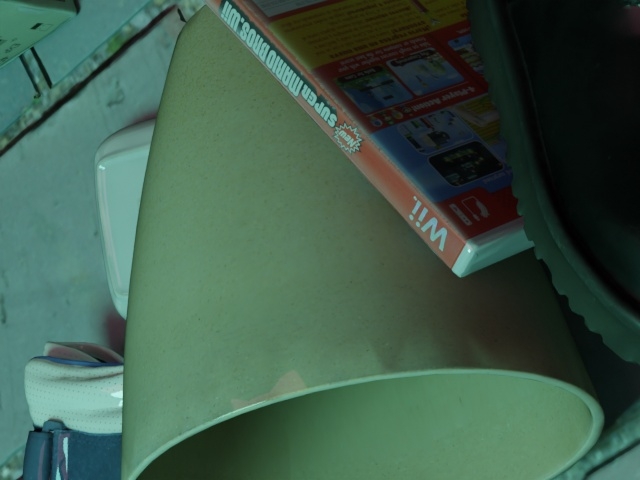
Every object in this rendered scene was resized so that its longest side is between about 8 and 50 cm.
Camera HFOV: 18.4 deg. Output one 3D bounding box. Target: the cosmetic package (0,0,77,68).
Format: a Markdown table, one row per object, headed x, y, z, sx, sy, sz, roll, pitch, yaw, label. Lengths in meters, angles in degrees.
| x | y | z | sx | sy | sz | roll | pitch | yaw | label |
| --- | --- | --- | --- | --- | --- | --- | --- | --- | --- |
| -0.298 | -0.256 | 1.321 | 0.129 | 0.153 | 0.296 | -29 | 74 | 30 | cosmetic package |

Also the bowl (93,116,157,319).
| x | y | z | sx | sy | sz | roll | pitch | yaw | label |
| --- | --- | --- | --- | --- | --- | --- | --- | --- | --- |
| -0.085 | -0.014 | 1.242 | 0.142 | 0.053 | 0.142 | -10 | 86 | 32 | bowl |

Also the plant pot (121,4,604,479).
| x | y | z | sx | sy | sz | roll | pitch | yaw | label |
| --- | --- | --- | --- | --- | --- | --- | --- | --- | --- |
| 0.000 | 0.000 | 1.090 | 0.256 | 0.256 | 0.274 | -27 | 60 | 31 | plant pot |

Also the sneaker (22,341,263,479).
| x | y | z | sx | sy | sz | roll | pitch | yaw | label |
| --- | --- | --- | --- | --- | --- | --- | --- | --- | --- |
| -0.151 | 0.188 | 1.257 | 0.323 | 0.130 | 0.236 | -36 | 62 | 33 | sneaker |

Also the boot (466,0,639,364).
| x | y | z | sx | sy | sz | roll | pitch | yaw | label |
| --- | --- | --- | --- | --- | --- | --- | --- | --- | --- |
| 0.182 | -0.120 | 0.910 | 0.260 | 0.131 | 0.348 | -64 | 35 | 41 | boot |

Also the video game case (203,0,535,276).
| x | y | z | sx | sy | sz | roll | pitch | yaw | label |
| --- | --- | --- | --- | --- | --- | --- | --- | --- | --- |
| 0.056 | -0.114 | 1.059 | 0.285 | 0.204 | 0.025 | 48 | 137 | 24 | video game case |
